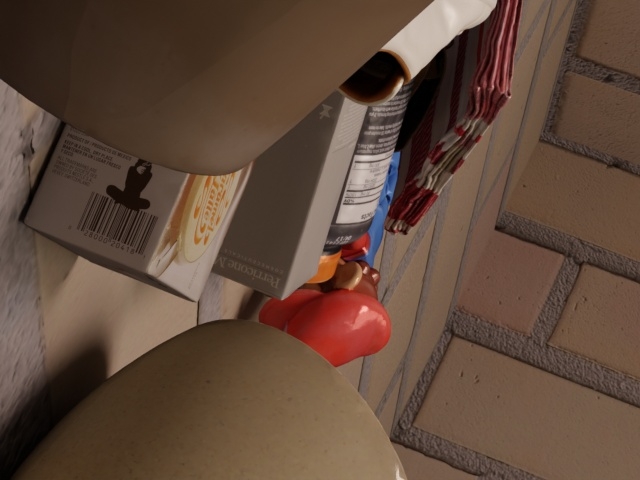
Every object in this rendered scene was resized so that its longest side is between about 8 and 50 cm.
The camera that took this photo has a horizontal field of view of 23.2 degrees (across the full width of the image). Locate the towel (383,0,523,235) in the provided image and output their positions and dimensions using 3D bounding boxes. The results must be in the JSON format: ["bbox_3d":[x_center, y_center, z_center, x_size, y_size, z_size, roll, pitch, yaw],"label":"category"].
[{"bbox_3d":[0.133,-0.169,1.569,0.329,0.037,0.237,121,-18,-62],"label":"towel"}]

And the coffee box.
[{"bbox_3d":[-0.096,-0.095,1.089,0.141,0.098,0.246,53,58,-76],"label":"coffee box"}]

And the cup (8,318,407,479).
[{"bbox_3d":[-0.122,0.247,1.171,0.237,0.331,0.331,-16,131,-44],"label":"cup"}]

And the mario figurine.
[{"bbox_3d":[0.000,0.000,1.731,0.198,0.170,0.320,50,42,-35],"label":"mario figurine"}]

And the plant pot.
[{"bbox_3d":[-0.045,-0.198,0.765,0.280,0.323,0.323,-55,173,19],"label":"plant pot"}]

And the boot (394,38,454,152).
[{"bbox_3d":[0.100,-0.219,1.511,0.112,0.115,0.305,-1,128,-45],"label":"boot"}]

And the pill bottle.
[{"bbox_3d":[0.002,-0.084,1.469,0.130,0.130,0.246,-43,152,-64],"label":"pill bottle"}]

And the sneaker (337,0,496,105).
[{"bbox_3d":[0.048,-0.164,1.154,0.290,0.106,0.123,-8,115,-65],"label":"sneaker"}]

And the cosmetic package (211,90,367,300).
[{"bbox_3d":[-0.040,-0.085,1.299,0.107,0.127,0.238,-32,140,-71],"label":"cosmetic package"}]
